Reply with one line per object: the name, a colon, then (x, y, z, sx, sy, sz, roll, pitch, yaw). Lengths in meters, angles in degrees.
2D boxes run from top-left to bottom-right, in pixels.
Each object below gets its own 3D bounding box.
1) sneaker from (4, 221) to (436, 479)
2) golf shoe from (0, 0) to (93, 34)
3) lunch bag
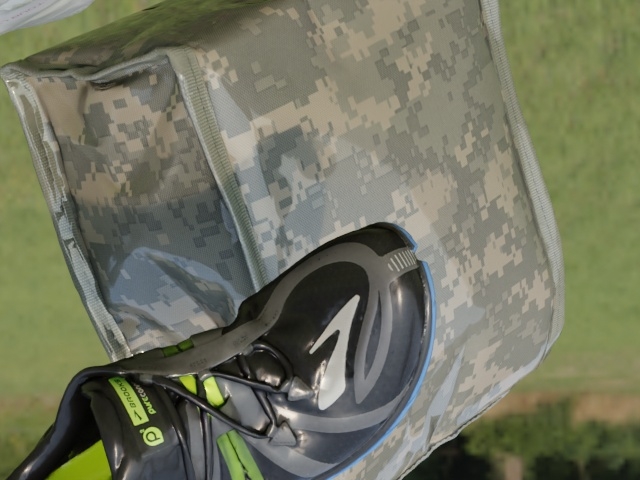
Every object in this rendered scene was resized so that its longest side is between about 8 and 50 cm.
sneaker: (-0.039, 0.063, 0.524, 0.188, 0.067, 0.078, -36, 159, 8)
golf shoe: (-0.162, -0.123, 0.701, 0.140, 0.115, 0.306, -12, -177, -33)
lunch bag: (0.000, 0.000, 0.826, 0.169, 0.287, 0.235, 1, -155, 45)
